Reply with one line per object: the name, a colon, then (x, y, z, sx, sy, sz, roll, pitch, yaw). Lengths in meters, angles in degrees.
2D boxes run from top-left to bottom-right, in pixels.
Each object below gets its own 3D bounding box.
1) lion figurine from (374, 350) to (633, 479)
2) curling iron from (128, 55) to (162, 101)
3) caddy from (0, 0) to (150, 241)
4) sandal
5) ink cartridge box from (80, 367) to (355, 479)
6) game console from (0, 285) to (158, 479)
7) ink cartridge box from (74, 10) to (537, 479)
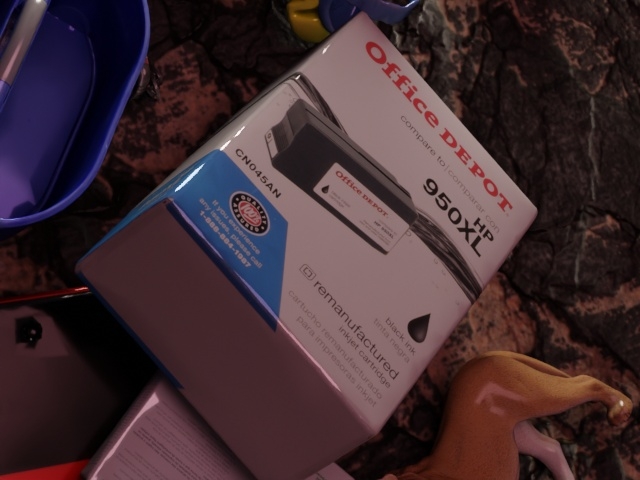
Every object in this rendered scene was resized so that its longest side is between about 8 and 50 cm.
lion figurine: (0.160, 0.228, 1.945, 0.240, 0.142, 0.392, 34, 42, -8)
curling iron: (-0.216, -0.261, 1.955, 0.035, 0.068, 0.274, -12, 76, -27)
caddy: (-0.304, -0.161, 1.811, 0.241, 0.179, 0.341, 27, 65, -17)
sandal: (0.036, -0.344, 1.964, 0.126, 0.138, 0.317, -39, 133, -39)
ink cartridge box: (-0.110, 0.246, 1.808, 0.223, 0.045, 0.224, 43, 64, -14)
game console: (-0.214, 0.210, 1.825, 0.386, 0.060, 0.342, -8, 84, -26)
ink cartridge box: (0.000, 0.000, 1.850, 0.285, 0.166, 0.395, 49, 42, -7)
